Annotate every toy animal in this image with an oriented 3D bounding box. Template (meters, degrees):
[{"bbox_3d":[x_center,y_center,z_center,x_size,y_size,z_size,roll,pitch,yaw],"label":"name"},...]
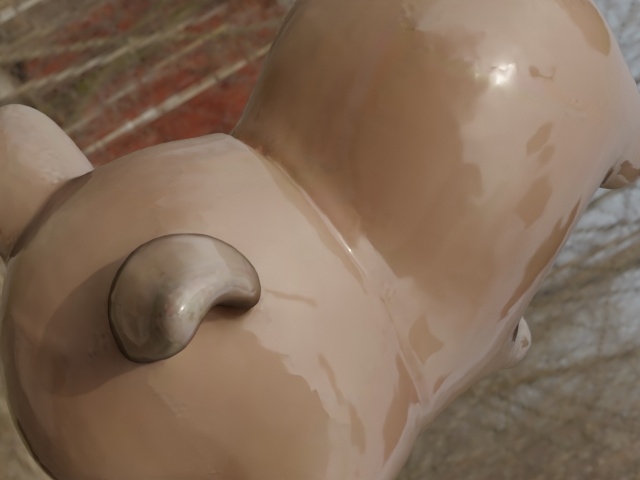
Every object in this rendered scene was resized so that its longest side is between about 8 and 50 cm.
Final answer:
[{"bbox_3d":[0.000,0.000,0.661,0.269,0.326,0.237,19,10,-35],"label":"toy animal"}]
